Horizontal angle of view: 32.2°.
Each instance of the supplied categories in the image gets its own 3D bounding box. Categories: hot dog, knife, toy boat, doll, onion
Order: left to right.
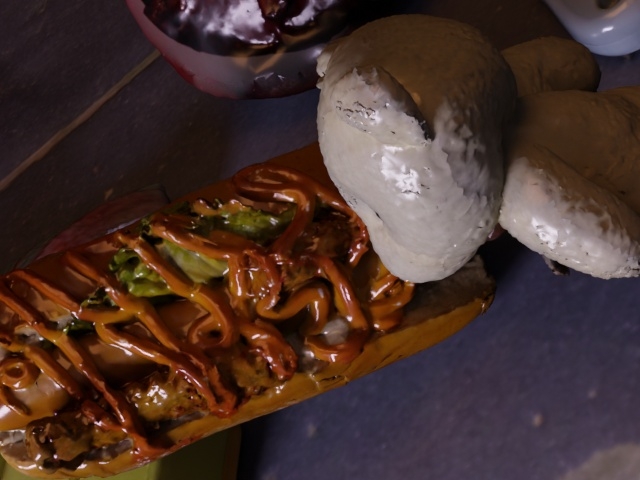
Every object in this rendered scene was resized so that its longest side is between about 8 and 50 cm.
[{"bbox_3d":[-0.241,0.025,1.050,0.206,0.096,0.282,-55,25,-19],"label":"toy boat"},{"bbox_3d":[-0.057,0.036,0.705,0.349,0.117,0.158,-21,82,-9],"label":"hot dog"},{"bbox_3d":[-0.044,-0.264,1.008,0.272,0.272,0.195,-30,4,22],"label":"onion"},{"bbox_3d":[0.179,-0.236,0.899,0.080,0.044,0.331,-41,35,9],"label":"knife"},{"bbox_3d":[0.129,-0.041,0.639,0.175,0.278,0.149,-113,32,-74],"label":"doll"}]

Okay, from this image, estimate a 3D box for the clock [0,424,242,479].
[{"bbox_3d":[-0.162,0.185,0.806,0.202,0.096,0.143,-20,43,30],"label":"clock"}]
